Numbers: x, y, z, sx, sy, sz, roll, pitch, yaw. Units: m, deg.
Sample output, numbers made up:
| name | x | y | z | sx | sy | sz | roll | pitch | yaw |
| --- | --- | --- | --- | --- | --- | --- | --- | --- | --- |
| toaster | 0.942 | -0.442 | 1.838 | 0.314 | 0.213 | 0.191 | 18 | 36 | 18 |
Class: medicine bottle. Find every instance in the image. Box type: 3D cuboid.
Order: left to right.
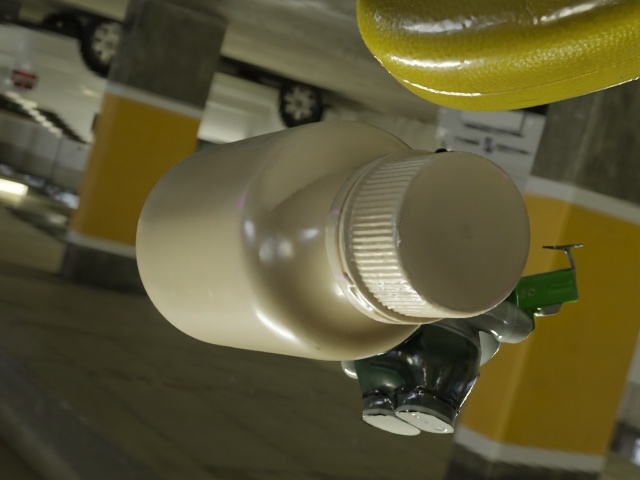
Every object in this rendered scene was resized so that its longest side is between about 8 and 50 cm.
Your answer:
| name | x | y | z | sx | sy | sz | roll | pitch | yaw |
| --- | --- | --- | --- | --- | --- | --- | --- | --- | --- |
| medicine bottle | 0.000 | 0.000 | 0.574 | 0.114 | 0.114 | 0.252 | 14 | 172 | -25 |

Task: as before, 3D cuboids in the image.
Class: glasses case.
| name | x | y | z | sx | sy | sz | roll | pitch | yaw |
| --- | --- | --- | --- | --- | --- | --- | --- | --- | --- |
| glasses case | 0.210 | -0.222 | 1.023 | 0.371 | 0.173 | 0.141 | -15 | 158 | 21 |

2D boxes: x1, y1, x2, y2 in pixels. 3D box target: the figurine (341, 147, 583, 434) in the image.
| name | x | y | z | sx | sy | sz | roll | pitch | yaw |
| --- | --- | --- | --- | --- | --- | --- | --- | --- | --- |
| figurine | 0.072 | 0.027 | 0.760 | 0.126 | 0.192 | 0.147 | 24 | 152 | -31 |
